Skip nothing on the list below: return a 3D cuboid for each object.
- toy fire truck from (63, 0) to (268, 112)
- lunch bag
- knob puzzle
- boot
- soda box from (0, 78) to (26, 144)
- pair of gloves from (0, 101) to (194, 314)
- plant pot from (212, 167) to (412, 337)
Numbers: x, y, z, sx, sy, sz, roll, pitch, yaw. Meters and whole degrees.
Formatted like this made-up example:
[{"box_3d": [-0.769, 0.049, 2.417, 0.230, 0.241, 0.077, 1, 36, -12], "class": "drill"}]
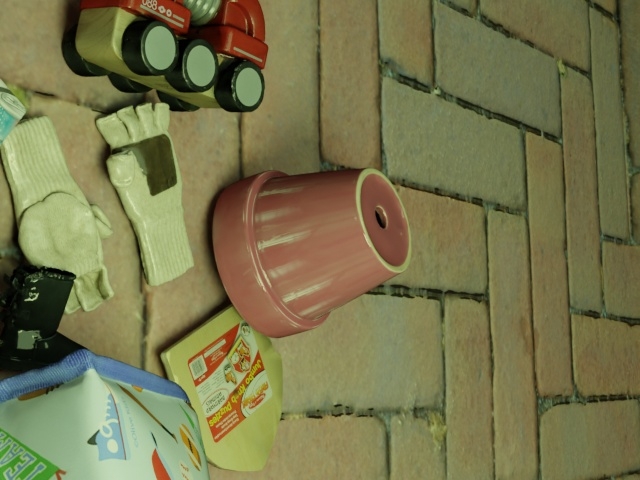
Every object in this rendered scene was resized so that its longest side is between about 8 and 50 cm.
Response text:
[{"box_3d": [-0.164, -0.279, 1.217, 0.217, 0.159, 0.246, 16, 82, -52], "class": "toy fire truck"}, {"box_3d": [-0.186, 0.291, 0.940, 0.385, 0.239, 0.327, 44, 31, -74], "class": "lunch bag"}, {"box_3d": [-0.107, 0.182, 1.298, 0.213, 0.030, 0.213, 14, 73, -53], "class": "knob puzzle"}, {"box_3d": [-0.258, 0.077, 1.070, 0.121, 0.045, 0.099, 12, 94, -47], "class": "boot"}, {"box_3d": [-0.341, -0.074, 0.987, 0.063, 0.058, 0.183, 55, 45, -34], "class": "soda box"}, {"box_3d": [-0.223, -0.038, 1.162, 0.240, 0.042, 0.204, -19, 100, -53], "class": "pair of gloves"}, {"box_3d": [0.000, 0.000, 1.319, 0.201, 0.180, 0.201, 36, 45, -47], "class": "plant pot"}]
